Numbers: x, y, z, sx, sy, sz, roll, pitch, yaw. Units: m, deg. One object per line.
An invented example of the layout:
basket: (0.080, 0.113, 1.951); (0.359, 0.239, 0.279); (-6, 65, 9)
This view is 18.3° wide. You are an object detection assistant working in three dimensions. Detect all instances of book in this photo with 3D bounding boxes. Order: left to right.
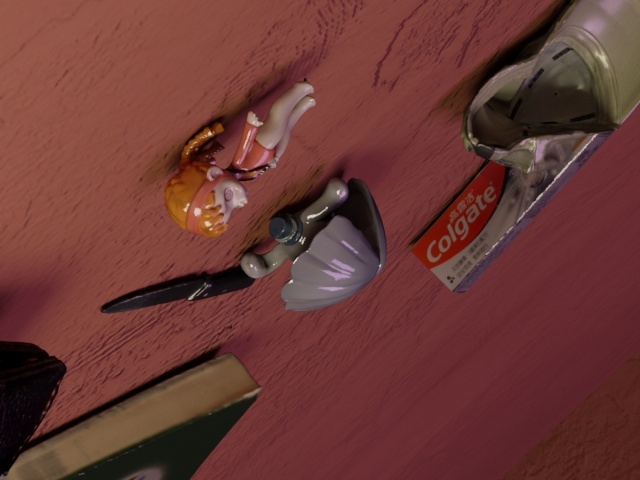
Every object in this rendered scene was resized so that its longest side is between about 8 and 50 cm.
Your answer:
book: (-0.225, 0.220, 1.386); (0.371, 0.043, 0.260); (-24, 158, -46)

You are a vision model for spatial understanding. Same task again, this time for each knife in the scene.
knife: (-0.088, 0.033, 1.274); (0.023, 0.010, 0.170); (-50, 161, 26)

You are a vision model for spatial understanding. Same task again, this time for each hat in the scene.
hat: (0.166, -0.119, 1.408); (0.122, 0.081, 0.166); (32, 90, -34)

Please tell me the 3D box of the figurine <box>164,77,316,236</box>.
figurine: (-0.044, -0.048, 1.108); (0.109, 0.047, 0.064); (-47, 159, -18)

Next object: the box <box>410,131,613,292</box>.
box: (0.162, -0.052, 1.569); (0.218, 0.055, 0.039); (-48, 162, 18)

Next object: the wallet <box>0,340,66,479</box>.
wallet: (-0.250, 0.152, 0.996); (0.221, 0.071, 0.262); (-61, 159, 13)

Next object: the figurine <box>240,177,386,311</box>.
figurine: (0.000, 0.000, 1.310); (0.086, 0.082, 0.094); (-8, 135, -35)
